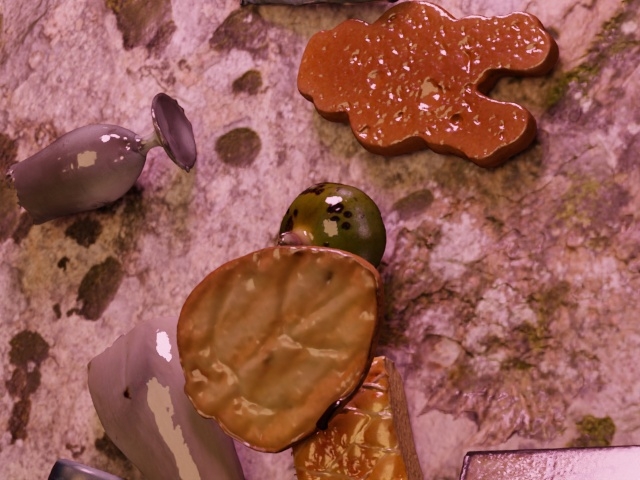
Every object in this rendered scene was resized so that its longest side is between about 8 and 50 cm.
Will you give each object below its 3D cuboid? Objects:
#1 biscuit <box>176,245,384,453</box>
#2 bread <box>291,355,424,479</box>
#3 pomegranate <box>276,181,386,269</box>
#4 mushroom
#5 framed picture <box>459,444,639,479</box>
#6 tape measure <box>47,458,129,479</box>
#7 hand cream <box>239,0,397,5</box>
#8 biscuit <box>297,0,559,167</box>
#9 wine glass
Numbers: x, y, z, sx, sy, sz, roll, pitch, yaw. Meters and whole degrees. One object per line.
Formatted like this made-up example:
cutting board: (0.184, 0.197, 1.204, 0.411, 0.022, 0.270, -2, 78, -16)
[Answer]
biscuit: (-0.038, 0.103, 1.658, 0.260, 0.041, 0.203, -37, 77, 23)
bread: (0.037, 0.222, 1.679, 0.125, 0.068, 0.188, -20, 66, 22)
pomegranate: (0.000, 0.000, 1.721, 0.122, 0.161, 0.122, 10, 105, 40)
mushroom: (-0.151, 0.233, 1.763, 0.159, 0.122, 0.329, -56, 49, 46)
framed picture: (0.269, 0.294, 1.502, 0.338, 0.014, 0.255, -5, 45, 26)
tape measure: (-0.282, 0.326, 1.792, 0.104, 0.107, 0.180, 32, 88, 28)
hand cream: (0.001, -0.304, 1.856, 0.248, 0.052, 0.075, 12, 65, 39)
biscuit: (0.112, -0.177, 1.778, 0.295, 0.044, 0.186, 14, 78, 29)
wine glass: (-0.258, -0.090, 1.912, 0.222, 0.103, 0.103, -22, 66, 21)
